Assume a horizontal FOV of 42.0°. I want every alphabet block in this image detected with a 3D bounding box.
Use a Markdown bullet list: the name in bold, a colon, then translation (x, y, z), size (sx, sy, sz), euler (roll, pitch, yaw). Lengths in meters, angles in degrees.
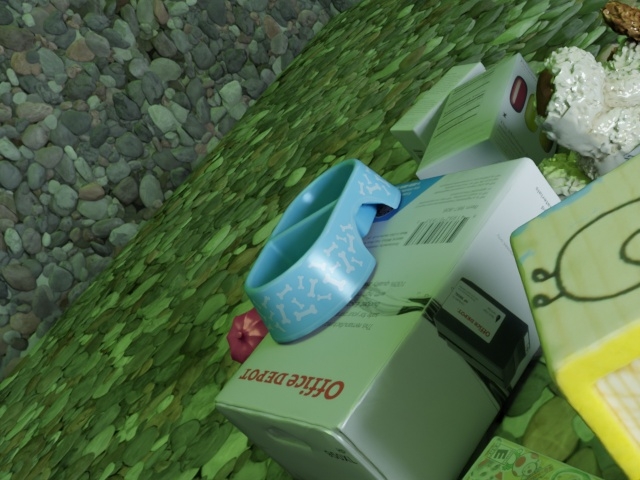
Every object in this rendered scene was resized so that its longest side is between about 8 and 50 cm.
- **alphabet block**: translation (0.278, 0.059, 0.622), size (0.192, 0.193, 0.197), euler (-35, 21, 19)

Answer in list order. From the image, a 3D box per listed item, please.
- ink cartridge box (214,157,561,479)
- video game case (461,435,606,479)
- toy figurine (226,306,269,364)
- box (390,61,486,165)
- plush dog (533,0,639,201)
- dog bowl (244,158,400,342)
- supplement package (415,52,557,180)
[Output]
- **ink cartridge box**: translation (0.098, 0.106, 1.000), size (0.395, 0.166, 0.285), euler (-50, 21, -25)
- **video game case**: translation (0.158, 0.289, 0.729), size (0.227, 0.026, 0.206), euler (-47, 22, -17)
- **toy figurine**: translation (-0.064, 0.157, 1.195), size (0.130, 0.159, 0.173), euler (-37, 20, 11)
- **box**: translation (0.231, -0.200, 1.431), size (0.170, 0.130, 0.091), euler (-45, 20, -11)
- **plush dog**: translation (0.382, -0.159, 1.018), size (0.211, 0.262, 0.225), euler (11, 59, 23)
- **dog bowl**: translation (0.000, 0.000, 1.052), size (0.166, 0.074, 0.297), euler (-29, 22, 35)
- **supplement package**: translation (0.262, -0.148, 1.261), size (0.134, 0.139, 0.244), euler (-25, 26, 39)
